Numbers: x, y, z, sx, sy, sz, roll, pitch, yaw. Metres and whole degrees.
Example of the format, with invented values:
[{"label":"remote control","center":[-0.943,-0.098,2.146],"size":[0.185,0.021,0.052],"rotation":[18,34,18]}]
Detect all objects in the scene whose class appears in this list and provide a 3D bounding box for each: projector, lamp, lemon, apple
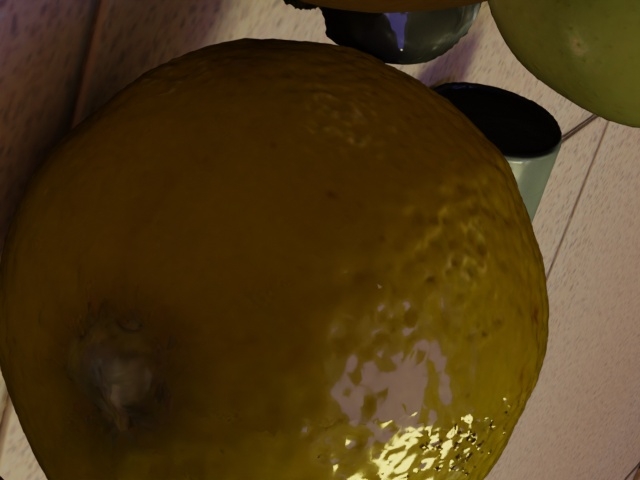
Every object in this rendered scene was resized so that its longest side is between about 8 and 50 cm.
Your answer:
[{"label":"projector","center":[0.083,0.046,1.521],"size":[0.108,0.108,0.337],"rotation":[-35,148,-52]},{"label":"lamp","center":[0.045,-0.148,1.104],"size":[0.250,0.101,0.101],"rotation":[-79,-171,-67]},{"label":"lemon","center":[-0.024,0.035,0.984],"size":[0.293,0.293,0.293],"rotation":[-50,158,-28]},{"label":"apple","center":[0.235,-0.213,1.369],"size":[0.279,0.279,0.279],"rotation":[-50,158,-28]}]

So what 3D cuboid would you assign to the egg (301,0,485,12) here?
[{"label":"egg","center":[0.048,-0.245,0.749],"size":[0.282,0.283,0.351],"rotation":[87,27,-57]}]

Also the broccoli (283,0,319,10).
[{"label":"broccoli","center":[-0.010,-0.178,0.969],"size":[0.120,0.130,0.131],"rotation":[-13,179,-11]}]

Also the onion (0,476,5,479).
[{"label":"onion","center":[-0.211,0.255,1.049],"size":[0.227,0.120,0.283],"rotation":[-43,155,-32]}]
